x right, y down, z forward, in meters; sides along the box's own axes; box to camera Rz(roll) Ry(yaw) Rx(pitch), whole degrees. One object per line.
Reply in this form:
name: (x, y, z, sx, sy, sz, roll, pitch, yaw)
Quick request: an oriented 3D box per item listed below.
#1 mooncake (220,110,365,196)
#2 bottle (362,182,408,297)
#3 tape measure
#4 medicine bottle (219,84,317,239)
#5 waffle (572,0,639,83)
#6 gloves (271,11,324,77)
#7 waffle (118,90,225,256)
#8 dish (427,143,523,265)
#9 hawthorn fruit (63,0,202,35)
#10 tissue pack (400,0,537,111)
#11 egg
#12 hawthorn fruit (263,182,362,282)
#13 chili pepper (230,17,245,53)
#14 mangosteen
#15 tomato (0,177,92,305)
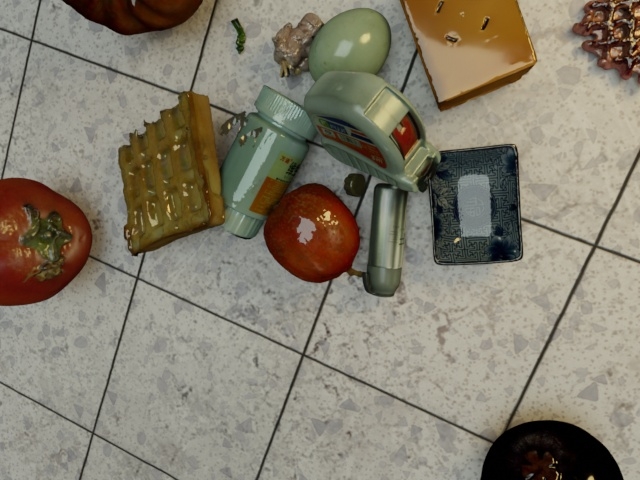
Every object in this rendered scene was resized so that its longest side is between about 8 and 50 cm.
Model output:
mooncake: (-0.036, -0.168, 0.988, 0.347, 0.057, 0.150, 39, 63, -28)
bottle: (0.143, -0.001, 1.059, 0.096, 0.079, 0.254, -1, 99, -27)
tape measure: (0.102, -0.227, 0.944, 0.243, 0.246, 0.125, 29, 75, 36)
medicine bottle: (-0.135, -0.172, 1.076, 0.158, 0.158, 0.318, 34, 103, 9)
waffle: (0.629, -0.420, 0.905, 0.234, 0.055, 0.221, 45, 106, 11)
gloves: (-0.051, -0.439, 1.056, 0.144, 0.110, 0.094, -38, 77, -13)
waffle: (-0.356, -0.137, 1.096, 0.348, 0.077, 0.304, -17, 81, 40)
dish: (0.326, -0.074, 1.008, 0.181, 0.080, 0.243, -4, 96, 15)
hawthorn fruit: (-0.419, -0.666, 0.999, 0.402, 0.403, 0.403, 2, 97, 14)
tissue pack: (0.284, -0.430, 0.946, 0.194, 0.145, 0.275, -19, 92, 17)
egg: (0.062, -0.401, 1.001, 0.192, 0.149, 0.149, -35, 87, 12)
hawthorn fruit: (0.000, 0.000, 1.047, 0.253, 0.205, 0.205, 41, 105, -2)
chili pepper: (-0.194, -0.488, 1.126, 0.027, 0.022, 0.083, -10, 94, -18)
mangosteen: (0.479, 0.521, 0.971, 0.275, 0.275, 0.302, -25, 126, 16)
tomato: (-0.757, 0.007, 1.184, 0.321, 0.321, 0.322, 2, 97, 14)
